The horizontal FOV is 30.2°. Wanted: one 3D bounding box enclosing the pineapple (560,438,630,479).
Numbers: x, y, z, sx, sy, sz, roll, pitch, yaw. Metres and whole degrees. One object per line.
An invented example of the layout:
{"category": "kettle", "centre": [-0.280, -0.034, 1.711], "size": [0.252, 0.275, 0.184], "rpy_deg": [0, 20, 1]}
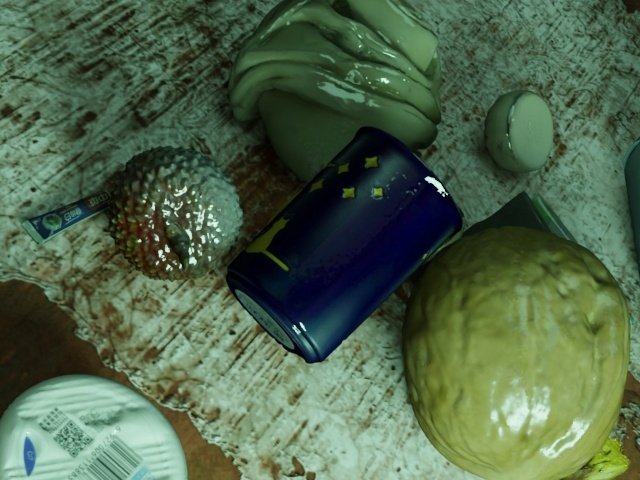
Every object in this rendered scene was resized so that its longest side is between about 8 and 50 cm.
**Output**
{"category": "pineapple", "centre": [0.338, 0.287, 1.586], "size": [0.137, 0.069, 0.116], "rpy_deg": [35, 48, 9]}

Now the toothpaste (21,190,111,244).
{"category": "toothpaste", "centre": [-0.298, -0.033, 1.443], "size": [0.037, 0.021, 0.140], "rpy_deg": [48, 46, 12]}

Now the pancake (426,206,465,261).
{"category": "pancake", "centre": [0.128, -0.017, 1.662], "size": [0.152, 0.025, 0.151], "rpy_deg": [-10, 37, 7]}

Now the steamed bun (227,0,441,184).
{"category": "steamed bun", "centre": [0.042, -0.249, 1.709], "size": [0.310, 0.219, 0.324], "rpy_deg": [44, 43, 6]}

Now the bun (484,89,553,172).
{"category": "bun", "centre": [0.310, -0.176, 1.928], "size": [0.138, 0.094, 0.138], "rpy_deg": [-2, 94, -44]}

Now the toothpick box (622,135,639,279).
{"category": "toothpick box", "centre": [0.621, -0.018, 1.885], "size": [0.263, 0.263, 0.354], "rpy_deg": [22, 47, -17]}

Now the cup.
{"category": "cup", "centre": [0.016, 0.015, 1.488], "size": [0.256, 0.255, 0.178], "rpy_deg": [-44, 92, -12]}

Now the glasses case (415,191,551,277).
{"category": "glasses case", "centre": [0.224, 0.015, 1.642], "size": [0.072, 0.190, 0.042], "rpy_deg": [59, 17, 25]}

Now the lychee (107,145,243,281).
{"category": "lychee", "centre": [-0.174, -0.030, 1.419], "size": [0.165, 0.165, 0.197], "rpy_deg": [23, 19, -17]}

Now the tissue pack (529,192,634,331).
{"category": "tissue pack", "centre": [0.323, 0.076, 1.695], "size": [0.229, 0.145, 0.159], "rpy_deg": [56, 2, 18]}

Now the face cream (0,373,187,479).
{"category": "face cream", "centre": [-0.240, 0.239, 1.189], "size": [0.206, 0.111, 0.206], "rpy_deg": [17, 47, -20]}

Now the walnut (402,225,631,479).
{"category": "walnut", "centre": [0.240, 0.145, 1.473], "size": [0.333, 0.333, 0.333], "rpy_deg": [19, 47, -21]}
